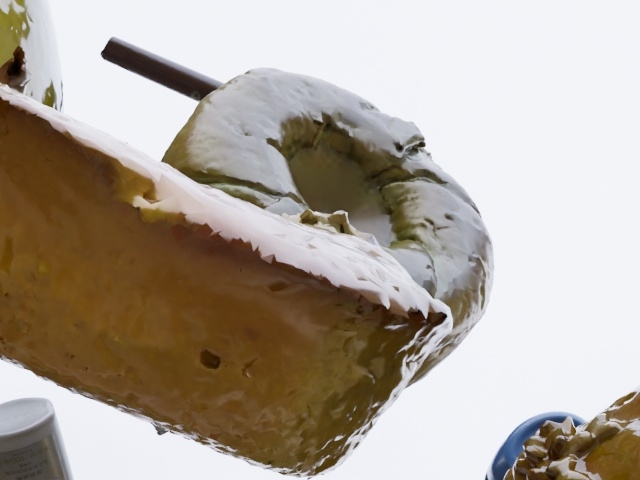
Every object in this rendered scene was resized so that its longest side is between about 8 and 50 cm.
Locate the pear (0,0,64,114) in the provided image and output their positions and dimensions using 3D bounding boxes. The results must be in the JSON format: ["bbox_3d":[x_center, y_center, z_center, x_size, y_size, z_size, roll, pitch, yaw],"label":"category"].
[{"bbox_3d":[-0.279,-0.115,0.843,0.192,0.386,0.340,-4,-41,-15],"label":"pear"}]

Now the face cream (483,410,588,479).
[{"bbox_3d":[0.257,0.279,1.393,0.149,0.083,0.264,-20,-27,-6],"label":"face cream"}]

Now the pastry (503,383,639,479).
[{"bbox_3d":[0.199,0.125,0.570,0.311,0.255,0.161,-31,-107,-1],"label":"pastry"}]

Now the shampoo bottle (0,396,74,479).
[{"bbox_3d":[-0.304,0.270,1.277,0.086,0.056,0.227,-14,-54,-14],"label":"shampoo bottle"}]

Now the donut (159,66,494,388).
[{"bbox_3d":[0.000,0.000,1.132,0.360,0.360,0.170,35,-55,-4],"label":"donut"}]

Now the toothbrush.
[{"bbox_3d":[-0.139,-0.200,1.678,0.364,0.041,0.040,24,-48,5],"label":"toothbrush"}]

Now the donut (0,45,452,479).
[{"bbox_3d":[-0.068,0.006,0.487,0.254,0.118,0.253,25,-7,3],"label":"donut"}]

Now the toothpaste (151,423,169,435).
[{"bbox_3d":[-0.306,0.149,1.668,0.299,0.114,0.073,47,-48,-14],"label":"toothpaste"}]
